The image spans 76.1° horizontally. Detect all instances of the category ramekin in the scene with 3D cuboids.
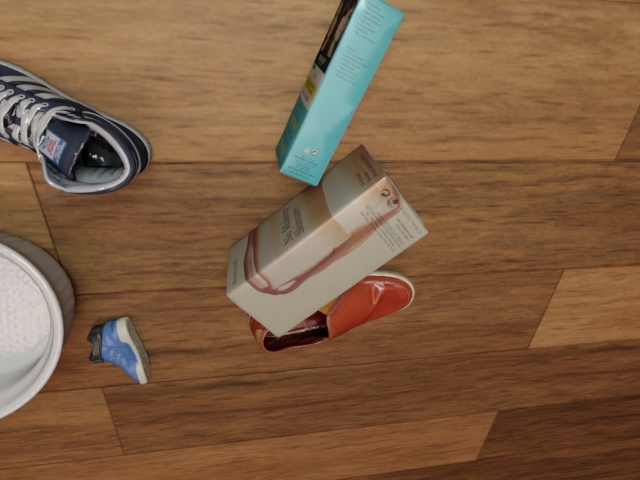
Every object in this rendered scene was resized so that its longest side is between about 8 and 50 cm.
[{"bbox_3d":[-0.512,0.114,0.598,0.277,0.135,0.277,-2,99,-16],"label":"ramekin"}]

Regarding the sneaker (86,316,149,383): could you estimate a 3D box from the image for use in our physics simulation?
[{"bbox_3d":[-0.388,0.219,0.781,0.084,0.058,0.152,-14,120,-9],"label":"sneaker"}]

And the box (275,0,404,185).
[{"bbox_3d":[0.014,-0.206,0.565,0.060,0.100,0.244,19,116,-21],"label":"box"}]

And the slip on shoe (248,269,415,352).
[{"bbox_3d":[0.027,0.143,0.792,0.331,0.101,0.123,-12,122,-5],"label":"slip on shoe"}]

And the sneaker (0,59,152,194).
[{"bbox_3d":[-0.353,-0.141,0.493,0.282,0.153,0.099,20,106,-25],"label":"sneaker"}]

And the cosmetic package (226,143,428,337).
[{"bbox_3d":[0.000,0.000,0.666,0.296,0.153,0.129,-38,120,12],"label":"cosmetic package"}]
